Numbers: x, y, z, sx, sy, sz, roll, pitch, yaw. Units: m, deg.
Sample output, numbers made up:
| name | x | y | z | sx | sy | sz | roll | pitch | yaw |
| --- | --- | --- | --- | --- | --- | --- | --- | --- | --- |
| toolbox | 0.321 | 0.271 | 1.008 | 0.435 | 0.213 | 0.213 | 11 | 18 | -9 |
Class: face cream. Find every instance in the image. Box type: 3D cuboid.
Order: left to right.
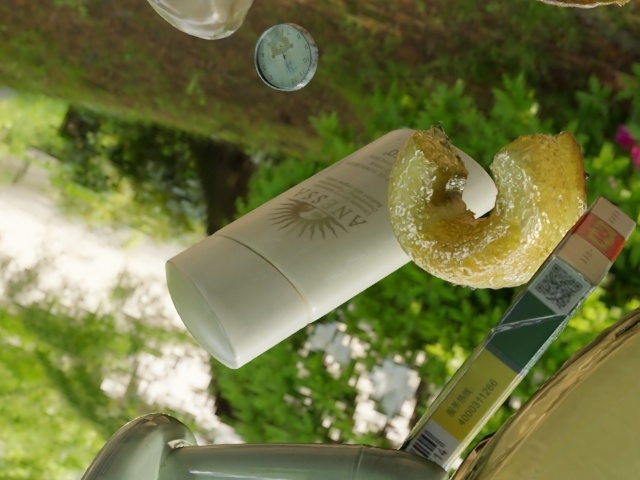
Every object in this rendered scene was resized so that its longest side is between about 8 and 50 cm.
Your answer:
| name | x | y | z | sx | sy | sz | roll | pitch | yaw |
| --- | --- | --- | --- | --- | --- | --- | --- | --- | --- |
| face cream | 0.000 | 0.000 | 1.404 | 0.173 | 0.348 | 0.081 | 30 | 141 | 43 |

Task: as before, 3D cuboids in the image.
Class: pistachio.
| name | x | y | z | sx | sy | sz | roll | pitch | yaw |
| --- | --- | --- | --- | --- | --- | --- | --- | --- | --- |
| pistachio | -0.125 | -0.285 | 1.319 | 0.135 | 0.226 | 0.136 | -16 | 149 | -10 |

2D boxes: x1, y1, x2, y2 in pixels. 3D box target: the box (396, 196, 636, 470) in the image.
| name | x | y | z | sx | sy | sz | roll | pitch | yaw |
| --- | --- | --- | --- | --- | --- | --- | --- | --- | --- |
| box | 0.101 | 0.084 | 0.855 | 0.034 | 0.235 | 0.132 | 39 | -153 | 8 |

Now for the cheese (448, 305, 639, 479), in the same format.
| name | x | y | z | sx | sy | sz | roll | pitch | yaw |
| --- | --- | --- | --- | --- | --- | --- | --- | --- | --- |
| cheese | 0.153 | 0.164 | 0.631 | 0.260 | 0.315 | 0.128 | 68 | 165 | -11 |

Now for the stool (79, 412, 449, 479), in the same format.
| name | x | y | z | sx | sy | sz | roll | pitch | yaw |
| --- | --- | --- | --- | --- | --- | --- | --- | --- | --- |
| stool | -0.041 | 0.219 | 0.816 | 0.198 | 0.195 | 0.195 | 14 | 138 | 14 |

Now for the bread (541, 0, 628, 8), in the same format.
| name | x | y | z | sx | sy | sz | roll | pitch | yaw |
| --- | --- | --- | --- | --- | --- | --- | --- | --- | --- |
| bread | 0.235 | -0.291 | 1.215 | 0.260 | 0.147 | 0.160 | -1 | 149 | -14 |

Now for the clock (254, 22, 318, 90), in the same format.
| name | x | y | z | sx | sy | sz | roll | pitch | yaw |
| --- | --- | --- | --- | --- | --- | --- | --- | --- | --- |
| clock | -0.043 | -0.225 | 1.714 | 0.085 | 0.085 | 0.017 | 15 | -166 | 26 |

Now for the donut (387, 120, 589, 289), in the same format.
| name | x | y | z | sx | sy | sz | roll | pitch | yaw |
| --- | --- | --- | --- | --- | --- | --- | --- | --- | --- |
| donut | 0.133 | -0.027 | 1.186 | 0.181 | 0.146 | 0.078 | 8 | -174 | 34 |
